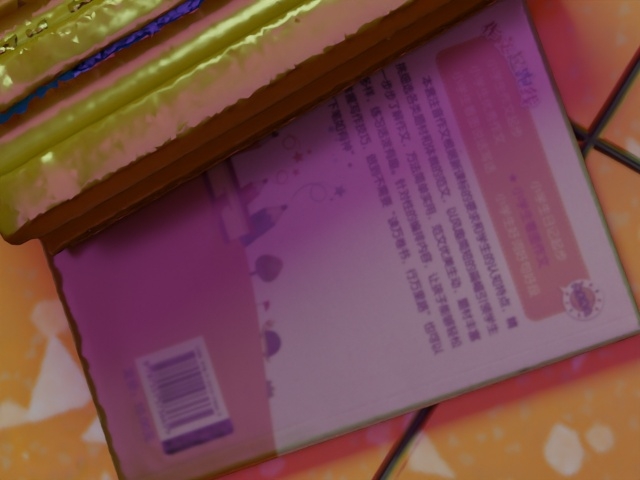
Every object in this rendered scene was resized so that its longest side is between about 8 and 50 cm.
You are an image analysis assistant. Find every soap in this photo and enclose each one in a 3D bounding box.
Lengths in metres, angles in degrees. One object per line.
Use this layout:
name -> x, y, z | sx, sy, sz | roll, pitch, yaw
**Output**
soap -> -0.057, -0.154, 0.872 | 0.324, 0.096, 0.204 | -29, 81, 5

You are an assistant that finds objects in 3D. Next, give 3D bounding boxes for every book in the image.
book -> 0.000, 0.000, 0.909 | 0.295, 0.020, 0.208 | -19, 83, 8
